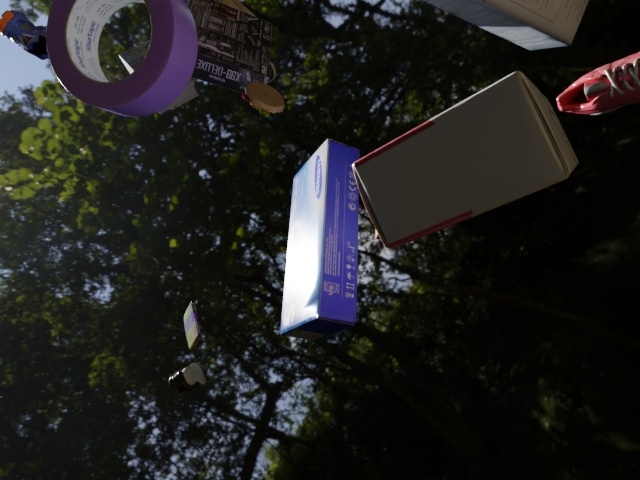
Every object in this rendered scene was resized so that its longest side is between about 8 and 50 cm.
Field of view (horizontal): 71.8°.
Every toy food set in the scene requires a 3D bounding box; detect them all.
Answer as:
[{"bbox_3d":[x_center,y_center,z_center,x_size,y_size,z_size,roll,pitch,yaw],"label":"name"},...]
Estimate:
[{"bbox_3d":[-0.105,-0.265,0.823,0.083,0.020,0.082,44,-140,5],"label":"toy food set"}]

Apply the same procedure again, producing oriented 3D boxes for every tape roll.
[{"bbox_3d":[-0.383,-0.387,0.857,0.090,0.274,0.275,-19,-72,-77],"label":"tape roll"}]

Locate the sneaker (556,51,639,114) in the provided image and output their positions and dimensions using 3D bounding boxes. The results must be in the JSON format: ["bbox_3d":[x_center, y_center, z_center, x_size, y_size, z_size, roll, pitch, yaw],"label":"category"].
[{"bbox_3d":[0.641,-0.329,0.934,0.314,0.136,0.116,167,90,-77],"label":"sneaker"}]

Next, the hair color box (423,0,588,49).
[{"bbox_3d":[0.310,-0.499,0.787,0.113,0.374,0.185,-134,58,-65],"label":"hair color box"}]

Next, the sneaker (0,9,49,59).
[{"bbox_3d":[-0.680,-0.476,1.082,0.087,0.083,0.221,43,-170,-5],"label":"sneaker"}]

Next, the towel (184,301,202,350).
[{"bbox_3d":[-0.260,0.174,0.895,0.009,0.060,0.083,6,-137,-37],"label":"towel"}]

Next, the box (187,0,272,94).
[{"bbox_3d":[-0.261,-0.542,1.223,0.076,0.242,0.307,123,152,-45],"label":"box"}]

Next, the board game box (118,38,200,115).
[{"bbox_3d":[-0.519,-0.534,1.418,0.142,0.275,0.144,-34,-46,-12],"label":"board game box"}]

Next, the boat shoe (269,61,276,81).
[{"bbox_3d":[-0.234,-0.541,1.410,0.068,0.227,0.081,-31,-51,-35],"label":"boat shoe"}]

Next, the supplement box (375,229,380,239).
[{"bbox_3d":[0.160,-0.048,1.093,0.098,0.036,0.062,95,178,-67],"label":"supplement box"}]

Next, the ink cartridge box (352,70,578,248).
[{"bbox_3d":[0.203,-0.097,0.578,0.283,0.207,0.117,-19,-96,-57],"label":"ink cartridge box"}]

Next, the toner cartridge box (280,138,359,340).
[{"bbox_3d":[0.000,0.000,0.839,0.075,0.165,0.348,15,-117,-24],"label":"toner cartridge box"}]

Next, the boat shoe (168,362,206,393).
[{"bbox_3d":[-0.262,0.274,0.877,0.049,0.042,0.133,61,175,12],"label":"boat shoe"}]

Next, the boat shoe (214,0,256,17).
[{"bbox_3d":[-0.340,-0.830,1.587,0.302,0.109,0.098,35,-145,-31],"label":"boat shoe"}]
